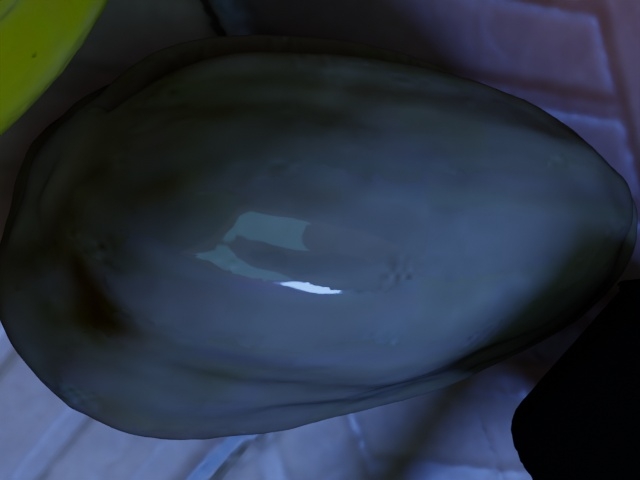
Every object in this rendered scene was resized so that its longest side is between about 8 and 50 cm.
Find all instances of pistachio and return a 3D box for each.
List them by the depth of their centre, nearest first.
[{"bbox_3d":[0.000,0.000,0.602,0.206,0.129,0.131,1,113,-26],"label":"pistachio"}]

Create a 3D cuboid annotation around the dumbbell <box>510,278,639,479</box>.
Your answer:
[{"bbox_3d":[0.076,0.191,0.616,0.204,0.204,0.322,37,98,-23],"label":"dumbbell"}]

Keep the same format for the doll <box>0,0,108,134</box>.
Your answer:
[{"bbox_3d":[-0.265,-0.078,0.481,0.348,0.161,0.423,39,84,-10],"label":"doll"}]
